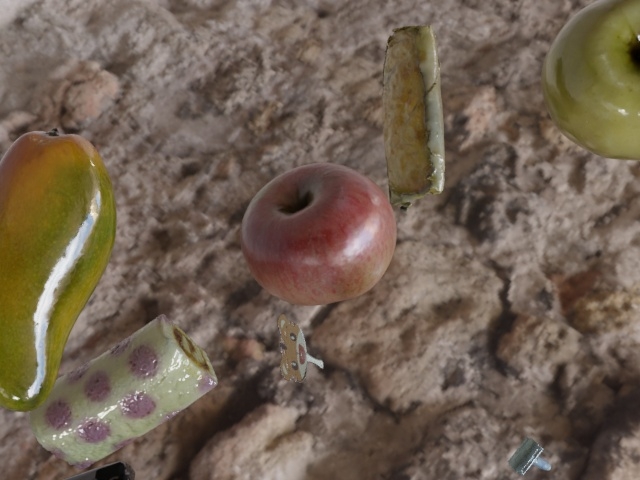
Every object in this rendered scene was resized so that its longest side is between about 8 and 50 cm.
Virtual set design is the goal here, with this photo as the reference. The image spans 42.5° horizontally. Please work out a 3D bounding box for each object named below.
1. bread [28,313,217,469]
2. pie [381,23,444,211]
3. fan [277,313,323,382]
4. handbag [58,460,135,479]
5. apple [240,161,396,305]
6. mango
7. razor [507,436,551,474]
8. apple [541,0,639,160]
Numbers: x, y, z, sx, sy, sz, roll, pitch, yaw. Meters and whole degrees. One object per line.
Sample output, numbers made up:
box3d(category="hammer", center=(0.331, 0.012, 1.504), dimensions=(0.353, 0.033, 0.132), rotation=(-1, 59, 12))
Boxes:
box3d(category="bread", center=(-0.386, 0.303, 1.619), dimensions=(0.338, 0.155, 0.187), rotation=(-33, 130, 6))
box3d(category="pie", center=(0.137, -0.188, 1.252), dimensions=(0.068, 0.128, 0.283), rotation=(1, 82, -36))
box3d(category="fan", center=(-0.044, 0.264, 1.912), dimensions=(0.226, 0.008, 0.153), rotation=(37, 44, -58))
box3d(category="handbag", center=(-0.498, 0.580, 1.640), dimensions=(0.275, 0.244, 0.088), rotation=(-17, 128, 11))
box3d(category="apple", center=(0.000, 0.000, 1.721), dimensions=(0.345, 0.344, 0.269), rotation=(-45, 128, -19))
box3d(category="mango", center=(-0.305, 0.025, 0.867), dimensions=(0.129, 0.146, 0.289), rotation=(150, -39, -80))
box3d(category="razor", center=(0.415, 0.424, 1.579), dimensions=(0.068, 0.040, 0.135), rotation=(-53, 138, 3))
box3d(category="apple", center=(0.461, -0.236, 1.201), dimensions=(0.262, 0.262, 0.262), rotation=(-39, 149, -29))
